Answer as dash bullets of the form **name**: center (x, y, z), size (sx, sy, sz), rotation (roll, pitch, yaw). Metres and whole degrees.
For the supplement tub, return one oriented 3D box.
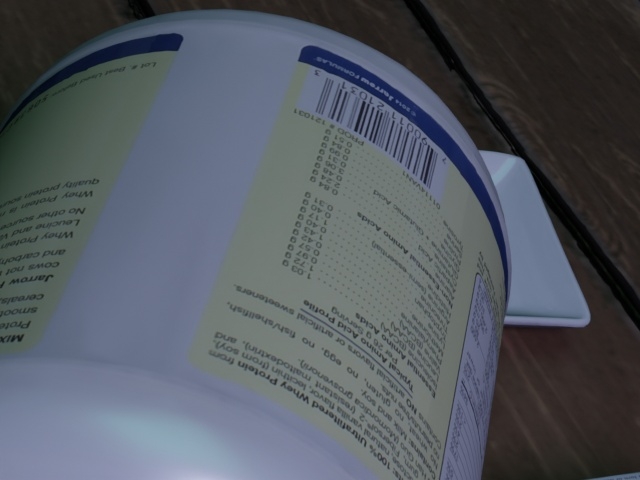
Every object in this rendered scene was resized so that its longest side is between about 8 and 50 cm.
- **supplement tub**: center (-0.057, 0.086, 0.679), size (0.235, 0.235, 0.325), rotation (17, 39, 0)

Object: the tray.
- **tray**: center (0.000, 0.000, 0.968), size (0.270, 0.030, 0.145), rotation (3, 40, -17)

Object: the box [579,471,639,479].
- **box**: center (0.137, 0.160, 0.743), size (0.126, 0.072, 0.137), rotation (-7, 25, -3)
